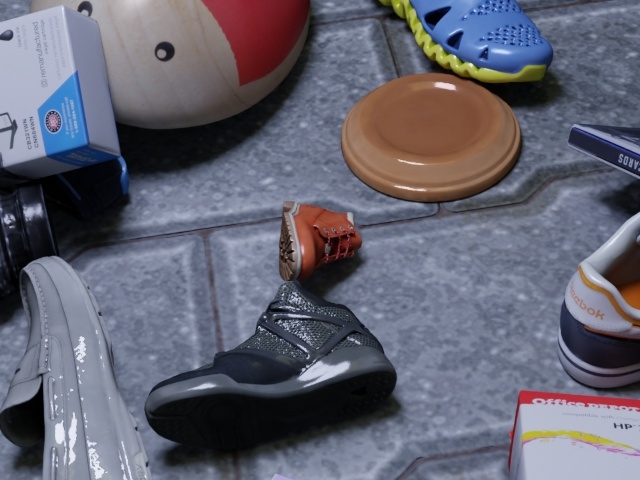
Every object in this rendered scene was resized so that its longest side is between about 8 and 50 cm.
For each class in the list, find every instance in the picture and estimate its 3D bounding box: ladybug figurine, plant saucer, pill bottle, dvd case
[{"bbox_3d":[-0.155,-0.299,1.590,0.305,0.162,0.449,23,40,1],"label":"ladybug figurine"},{"bbox_3d":[0.121,-0.123,1.527,0.199,0.037,0.200,-3,45,3],"label":"plant saucer"},{"bbox_3d":[-0.374,0.012,1.374,0.219,0.123,0.123,-13,45,-9],"label":"pill bottle"},{"bbox_3d":[0.386,-0.066,1.359,0.179,0.030,0.238,1,21,-32],"label":"dvd case"}]

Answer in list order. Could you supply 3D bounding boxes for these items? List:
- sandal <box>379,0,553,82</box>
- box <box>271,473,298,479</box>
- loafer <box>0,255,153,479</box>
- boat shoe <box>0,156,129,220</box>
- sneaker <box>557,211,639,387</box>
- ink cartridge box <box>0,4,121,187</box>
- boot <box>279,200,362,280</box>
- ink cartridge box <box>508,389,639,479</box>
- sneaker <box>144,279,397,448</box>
[{"bbox_3d":[0.160,-0.295,1.612,0.126,0.138,0.317,-8,42,-37],"label":"sandal"},{"bbox_3d":[0.098,0.272,1.113,0.324,0.067,0.063,13,47,18],"label":"box"},{"bbox_3d":[-0.236,0.139,1.242,0.111,0.112,0.319,-10,45,-18],"label":"loafer"},{"bbox_3d":[-0.331,-0.099,1.495,0.258,0.109,0.089,19,53,25],"label":"boat shoe"},{"bbox_3d":[0.371,0.027,1.295,0.321,0.127,0.126,-22,46,-19],"label":"sneaker"},{"bbox_3d":[-0.319,-0.136,1.401,0.203,0.086,0.148,-13,83,15],"label":"ink cartridge box"},{"bbox_3d":[0.000,0.000,1.373,0.084,0.059,0.158,8,20,-1],"label":"boot"},{"bbox_3d":[0.224,0.191,1.119,0.134,0.078,0.231,4,25,3],"label":"ink cartridge box"},{"bbox_3d":[-0.057,0.113,1.274,0.227,0.087,0.130,-14,44,-13],"label":"sneaker"}]
